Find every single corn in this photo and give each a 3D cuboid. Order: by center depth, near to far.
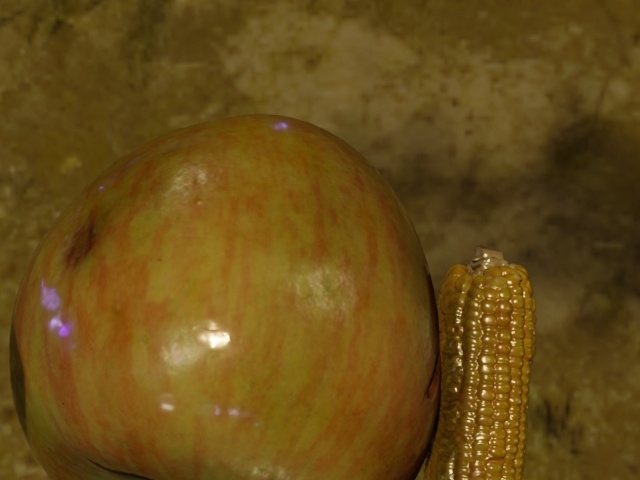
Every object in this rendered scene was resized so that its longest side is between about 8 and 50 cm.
[{"bbox_3d":[0.102,0.106,0.975,0.068,0.207,0.068,4,-5,0],"label":"corn"}]

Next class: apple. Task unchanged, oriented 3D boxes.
[{"bbox_3d":[-0.052,0.053,0.902,0.264,0.264,0.264,-2,33,1],"label":"apple"}]
